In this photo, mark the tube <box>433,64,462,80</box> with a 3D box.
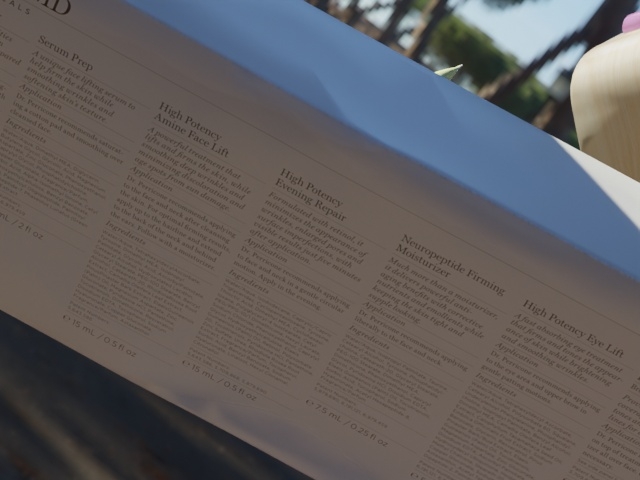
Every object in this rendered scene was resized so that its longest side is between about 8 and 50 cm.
[{"bbox_3d":[0.026,-0.081,1.347,0.070,0.240,0.062,25,-46,25],"label":"tube"}]

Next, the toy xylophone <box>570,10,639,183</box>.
[{"bbox_3d":[0.244,-0.012,1.140,0.081,0.322,0.236,-11,7,-34],"label":"toy xylophone"}]

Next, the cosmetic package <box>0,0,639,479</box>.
[{"bbox_3d":[0.000,0.000,0.419,0.239,0.099,0.060,29,31,0],"label":"cosmetic package"}]
